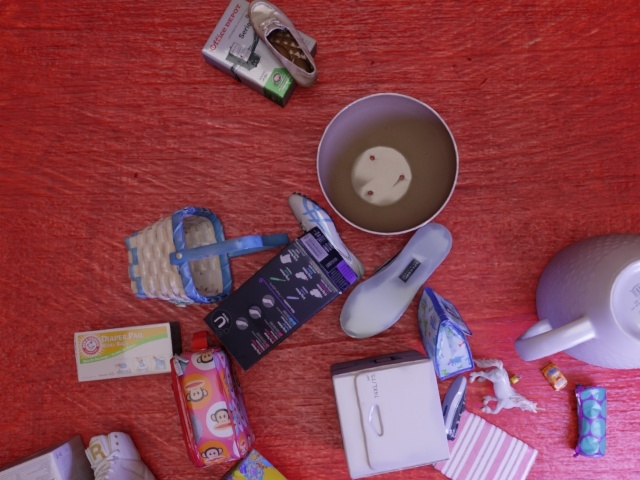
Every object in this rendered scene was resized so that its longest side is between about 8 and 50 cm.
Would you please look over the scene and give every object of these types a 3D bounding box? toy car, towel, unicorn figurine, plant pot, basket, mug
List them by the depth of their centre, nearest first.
[{"bbox_3d":[0.560,0.141,1.708,0.374,0.328,0.276,-25,86,-1],"label":"mug"},{"bbox_3d":[-0.229,0.028,1.765,0.288,0.254,0.201,-17,85,18],"label":"basket"},{"bbox_3d":[0.134,-0.146,1.797,0.284,0.191,0.284,0,86,1],"label":"plant pot"},{"bbox_3d":[0.386,0.322,1.818,0.111,0.060,0.162,-21,106,35],"label":"unicorn figurine"},{"bbox_3d":[0.352,0.467,1.841,0.197,0.029,0.144,29,84,2],"label":"towel"},{"bbox_3d":[0.470,0.306,1.842,0.122,0.040,0.060,-18,87,-1],"label":"toy car"}]

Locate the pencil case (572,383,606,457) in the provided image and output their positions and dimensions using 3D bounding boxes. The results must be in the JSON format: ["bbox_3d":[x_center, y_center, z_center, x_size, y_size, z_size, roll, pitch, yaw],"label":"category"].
[{"bbox_3d":[0.572,0.384,1.825,0.070,0.064,0.152,2,86,-15],"label":"pencil case"}]

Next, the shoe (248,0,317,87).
[{"bbox_3d":[-0.075,-0.421,1.794,0.076,0.058,0.219,-37,87,-3],"label":"shoe"}]

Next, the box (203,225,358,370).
[{"bbox_3d":[-0.080,0.116,1.758,0.270,0.165,0.143,-41,87,17],"label":"box"}]

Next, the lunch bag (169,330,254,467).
[{"bbox_3d":[-0.218,0.309,1.721,0.120,0.293,0.258,-14,83,-2],"label":"lunch bag"}]

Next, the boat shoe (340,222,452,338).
[{"bbox_3d":[0.157,0.088,1.827,0.113,0.105,0.306,37,81,6],"label":"boat shoe"}]

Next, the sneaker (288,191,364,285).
[{"bbox_3d":[0.000,0.000,1.840,0.086,0.085,0.237,-36,87,-17],"label":"sneaker"}]

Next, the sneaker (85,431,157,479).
[{"bbox_3d":[-0.437,0.479,1.718,0.108,0.292,0.169,-33,83,9],"label":"sneaker"}]

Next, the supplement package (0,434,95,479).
[{"bbox_3d":[-0.561,0.570,1.752,0.198,0.199,0.263,-22,87,0],"label":"supplement package"}]

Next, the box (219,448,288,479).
[{"bbox_3d":[-0.145,0.627,1.688,0.279,0.177,0.290,43,47,3],"label":"box"}]

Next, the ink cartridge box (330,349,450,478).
[{"bbox_3d":[0.132,0.339,1.727,0.197,0.270,0.198,-10,87,0],"label":"ink cartridge box"}]

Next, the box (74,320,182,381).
[{"bbox_3d":[-0.404,0.233,1.816,0.203,0.114,0.103,-6,86,1],"label":"box"}]

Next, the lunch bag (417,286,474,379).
[{"bbox_3d":[0.254,0.186,1.779,0.096,0.129,0.151,-21,122,-1],"label":"lunch bag"}]

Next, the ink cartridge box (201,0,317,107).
[{"bbox_3d":[-0.133,-0.411,1.867,0.208,0.087,0.153,29,86,3],"label":"ink cartridge box"}]

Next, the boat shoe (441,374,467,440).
[{"bbox_3d":[0.286,0.358,1.829,0.040,0.049,0.142,30,68,-15],"label":"boat shoe"}]
